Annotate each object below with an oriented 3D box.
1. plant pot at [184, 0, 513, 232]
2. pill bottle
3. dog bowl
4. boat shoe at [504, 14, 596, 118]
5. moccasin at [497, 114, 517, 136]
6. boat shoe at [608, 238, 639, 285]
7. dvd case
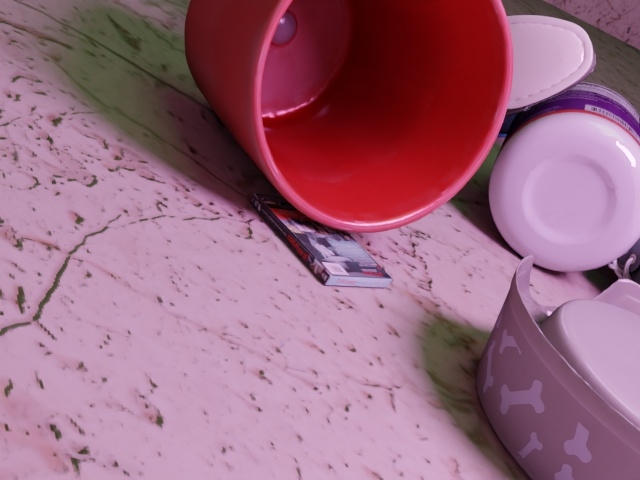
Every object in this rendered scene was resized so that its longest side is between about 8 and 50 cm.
[{"bbox_3d":[0.005,-0.175,1.137,0.275,0.275,0.243,16,12,-34],"label":"plant pot"},{"bbox_3d":[0.307,-0.089,1.452,0.181,0.181,0.323,33,21,3],"label":"pill bottle"},{"bbox_3d":[0.283,0.154,0.998,0.348,0.102,0.349,27,22,-12],"label":"dog bowl"},{"bbox_3d":[0.192,-0.190,1.432,0.091,0.305,0.109,11,72,-54],"label":"boat shoe"},{"bbox_3d":[0.265,-0.229,1.784,0.137,0.117,0.342,42,24,25],"label":"moccasin"},{"bbox_3d":[0.383,0.043,1.395,0.099,0.116,0.319,8,25,14],"label":"boat shoe"},{"bbox_3d":[0.000,0.000,1.072,0.087,0.013,0.119,5,33,-50],"label":"dvd case"}]
